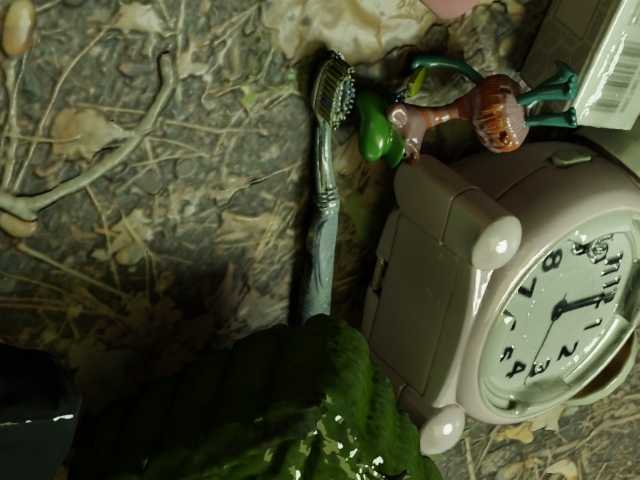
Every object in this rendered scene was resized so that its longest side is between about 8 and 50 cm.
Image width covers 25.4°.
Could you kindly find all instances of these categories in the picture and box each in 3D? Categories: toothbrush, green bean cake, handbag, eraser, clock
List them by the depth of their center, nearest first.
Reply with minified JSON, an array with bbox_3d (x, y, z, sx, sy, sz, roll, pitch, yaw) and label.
[{"bbox_3d":[-0.370,0.147,1.158,0.302,0.178,0.275,2,137,-32],"label":"handbag"},{"bbox_3d":[0.314,-0.301,1.300,0.098,0.096,0.404,5,120,-33],"label":"eraser"},{"bbox_3d":[-0.044,0.269,1.322,0.335,0.218,0.319,-24,108,18],"label":"green bean cake"},{"bbox_3d":[0.000,0.000,1.376,0.035,0.042,0.413,-14,132,-23],"label":"toothbrush"},{"bbox_3d":[0.216,0.040,1.450,0.326,0.184,0.342,-10,133,-31],"label":"clock"}]

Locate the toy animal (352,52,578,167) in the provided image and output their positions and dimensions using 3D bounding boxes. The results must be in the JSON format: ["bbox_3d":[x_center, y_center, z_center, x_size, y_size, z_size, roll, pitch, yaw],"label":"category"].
[{"bbox_3d":[0.133,-0.128,1.305,0.208,0.103,0.100,-9,174,8],"label":"toy animal"}]

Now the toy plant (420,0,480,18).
[{"bbox_3d":[0.151,-0.352,1.101,0.356,0.211,0.317,-55,166,10],"label":"toy plant"}]
